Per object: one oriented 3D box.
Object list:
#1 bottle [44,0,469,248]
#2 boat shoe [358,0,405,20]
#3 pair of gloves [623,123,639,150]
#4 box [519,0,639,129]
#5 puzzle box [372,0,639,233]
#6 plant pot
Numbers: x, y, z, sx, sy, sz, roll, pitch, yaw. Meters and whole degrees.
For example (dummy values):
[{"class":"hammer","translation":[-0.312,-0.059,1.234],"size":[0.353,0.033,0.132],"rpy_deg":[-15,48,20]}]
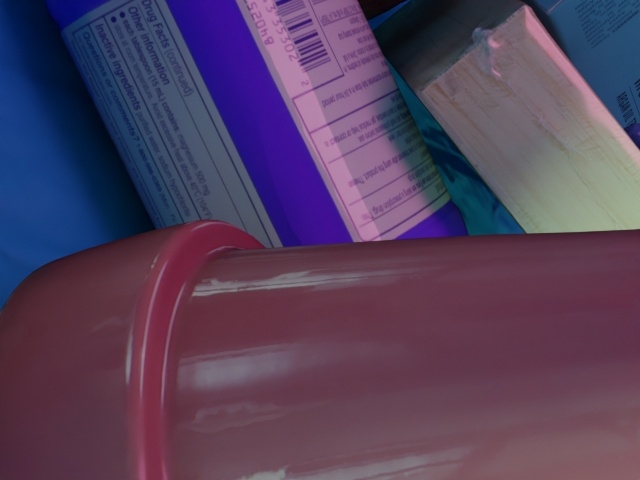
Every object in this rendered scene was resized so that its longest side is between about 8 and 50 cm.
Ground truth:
[{"class":"bottle","translation":[0.000,0.000,0.716],"size":[0.283,0.092,0.118],"rpy_deg":[64,24,-3]},{"class":"boat shoe","translation":[-0.045,-0.244,0.799],"size":[0.342,0.123,0.123],"rpy_deg":[63,27,-5]},{"class":"pair of gloves","translation":[0.183,0.024,0.786],"size":[0.159,0.023,0.198],"rpy_deg":[50,6,-18]},{"class":"box","translation":[0.123,-0.101,0.940],"size":[0.100,0.060,0.244],"rpy_deg":[50,0,28]},{"class":"puzzle box","translation":[0.171,0.063,0.835],"size":[0.409,0.052,0.272],"rpy_deg":[50,5,-10]},{"class":"plant pot","translation":[0.027,0.080,0.565],"size":[0.201,0.180,0.201],"rpy_deg":[-16,90,-73]}]
